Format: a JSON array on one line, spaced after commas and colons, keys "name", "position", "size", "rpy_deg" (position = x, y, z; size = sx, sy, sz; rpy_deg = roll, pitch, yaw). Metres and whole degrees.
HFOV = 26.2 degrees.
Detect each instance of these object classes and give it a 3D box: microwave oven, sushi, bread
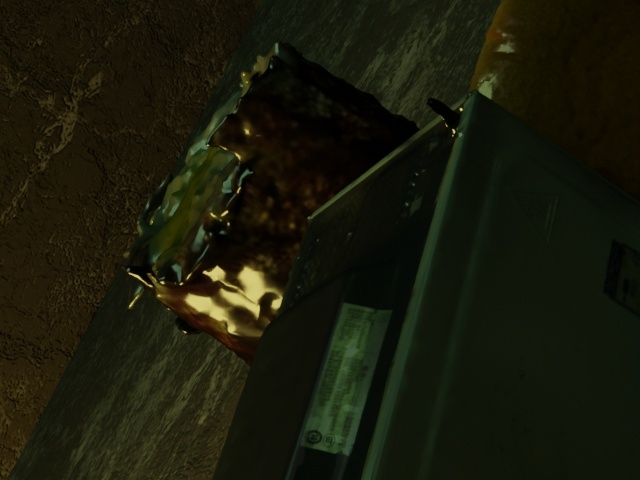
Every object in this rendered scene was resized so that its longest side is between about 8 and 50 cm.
[{"name": "microwave oven", "position": [0.085, 0.147, 0.802], "size": [0.218, 0.286, 0.355], "rpy_deg": [-36, 30, 50]}, {"name": "sushi", "position": [-0.001, -0.002, 1.254], "size": [0.281, 0.294, 0.299], "rpy_deg": [-61, 12, -6]}, {"name": "bread", "position": [0.210, -0.075, 0.937], "size": [0.121, 0.245, 0.174], "rpy_deg": [-47, 15, 57]}]
